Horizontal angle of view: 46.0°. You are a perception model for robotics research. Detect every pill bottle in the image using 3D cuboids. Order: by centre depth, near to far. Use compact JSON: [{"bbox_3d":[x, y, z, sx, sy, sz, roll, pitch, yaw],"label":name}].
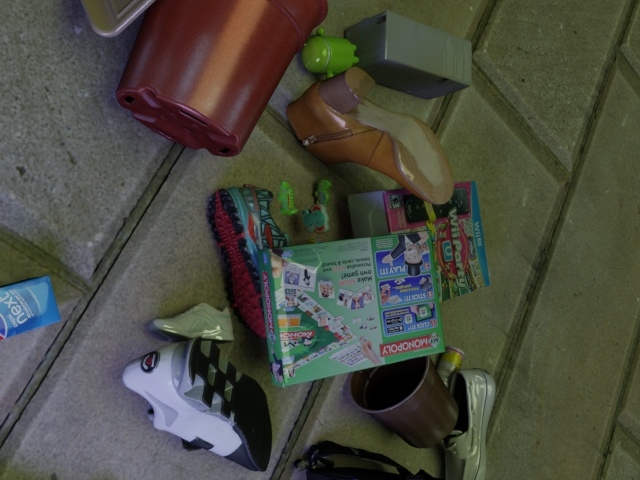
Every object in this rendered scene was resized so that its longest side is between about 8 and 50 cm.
[{"bbox_3d":[0.261,0.259,1.534,0.043,0.043,0.083,38,65,-29],"label":"pill bottle"}]

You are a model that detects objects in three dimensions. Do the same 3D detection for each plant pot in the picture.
[{"bbox_3d":[-0.162,-0.286,1.141,0.272,0.272,0.265,29,77,-32],"label":"plant pot"},{"bbox_3d":[0.162,0.289,1.392,0.165,0.166,0.167,51,58,-32],"label":"plant pot"}]

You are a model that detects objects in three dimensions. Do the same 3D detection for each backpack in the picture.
[{"bbox_3d":[0.124,0.475,1.283,0.263,0.276,0.213,15,82,-43],"label":"backpack"}]

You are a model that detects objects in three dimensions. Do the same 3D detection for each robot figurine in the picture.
[{"bbox_3d":[0.015,-0.340,1.387,0.115,0.067,0.101,-8,85,-38],"label":"robot figurine"}]

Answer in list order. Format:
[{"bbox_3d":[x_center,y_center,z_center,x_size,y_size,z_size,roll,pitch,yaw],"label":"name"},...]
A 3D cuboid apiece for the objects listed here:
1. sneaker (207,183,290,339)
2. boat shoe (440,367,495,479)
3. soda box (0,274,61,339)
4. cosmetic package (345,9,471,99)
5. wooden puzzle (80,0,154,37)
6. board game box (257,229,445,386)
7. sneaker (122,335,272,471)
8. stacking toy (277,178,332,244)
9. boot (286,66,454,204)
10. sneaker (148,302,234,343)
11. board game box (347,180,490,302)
[{"bbox_3d":[-0.090,0.032,1.249,0.125,0.104,0.262,-17,96,-39],"label":"sneaker"},{"bbox_3d":[0.277,0.385,1.489,0.088,0.096,0.268,11,92,-32],"label":"boat shoe"},{"bbox_3d":[-0.456,0.105,0.978,0.210,0.071,0.067,-18,96,-38],"label":"soda box"},{"bbox_3d":[0.172,-0.358,1.475,0.237,0.127,0.107,3,84,-36],"label":"cosmetic package"},{"bbox_3d":[-0.248,-0.424,1.065,0.221,0.238,0.044,62,14,26],"label":"wooden puzzle"},{"bbox_3d":[0.058,0.103,1.234,0.317,0.046,0.214,-6,90,-31],"label":"board game box"},{"bbox_3d":[-0.181,0.258,1.163,0.331,0.146,0.123,61,26,-42],"label":"sneaker"},{"bbox_3d":[0.000,0.000,1.309,0.167,0.052,0.221,-16,95,-65],"label":"stacking toy"},{"bbox_3d":[0.082,-0.162,1.326,0.295,0.211,0.104,47,61,-12],"label":"boot"},{"bbox_3d":[-0.204,0.129,1.189,0.152,0.053,0.061,11,70,-43],"label":"sneaker"},{"bbox_3d":[0.197,0.006,1.450,0.303,0.097,0.224,-10,92,-48],"label":"board game box"}]
